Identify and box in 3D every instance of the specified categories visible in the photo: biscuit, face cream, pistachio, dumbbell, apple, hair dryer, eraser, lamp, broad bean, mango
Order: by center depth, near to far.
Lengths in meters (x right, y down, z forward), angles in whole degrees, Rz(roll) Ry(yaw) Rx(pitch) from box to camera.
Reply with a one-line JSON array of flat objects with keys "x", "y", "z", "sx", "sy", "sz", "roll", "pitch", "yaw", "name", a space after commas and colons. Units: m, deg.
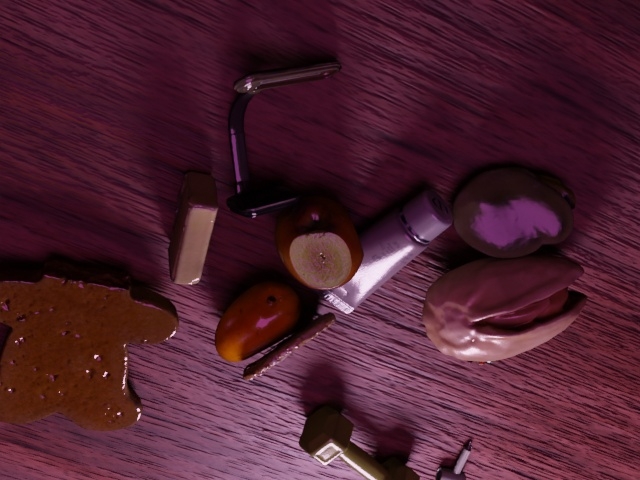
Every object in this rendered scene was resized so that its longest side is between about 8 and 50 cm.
[{"x": -0.065, "y": -0.181, "z": 1.712, "sx": 0.203, "sy": 0.124, "sz": 0.283, "roll": -13, "pitch": 123, "yaw": -23, "name": "lamp"}, {"x": -0.226, "y": -0.021, "z": 1.775, "sx": 0.058, "sy": 0.117, "sz": 0.172, "roll": 7, "pitch": 122, "yaw": -17, "name": "eraser"}, {"x": -0.006, "y": 0.001, "z": 1.786, "sx": 0.146, "sy": 0.163, "sz": 0.147, "roll": -17, "pitch": 136, "yaw": -3, "name": "apple"}, {"x": 0.354, "y": -0.054, "z": 1.831, "sx": 0.227, "sy": 0.100, "sz": 0.169, "roll": -16, "pitch": 101, "yaw": -6, "name": "broad bean"}, {"x": 0.108, "y": 0.025, "z": 1.872, "sx": 0.143, "sy": 0.089, "sz": 0.314, "roll": 35, "pitch": 121, "yaw": -27, "name": "face cream"}, {"x": 0.349, "y": 0.121, "z": 1.894, "sx": 0.317, "sy": 0.214, "sz": 0.194, "roll": -13, "pitch": 107, "yaw": -10, "name": "pistachio"}, {"x": -0.060, "y": 0.200, "z": 1.900, "sx": 0.219, "sy": 0.220, "sz": 0.033, "roll": -35, "pitch": 89, "yaw": 16, "name": "biscuit"}, {"x": -0.124, "y": 0.161, "z": 1.901, "sx": 0.144, "sy": 0.112, "sz": 0.219, "roll": -11, "pitch": 150, "yaw": -52, "name": "mango"}, {"x": -0.467, "y": 0.203, "z": 1.924, "sx": 0.368, "sy": 0.076, "sz": 0.394, "roll": 7, "pitch": 125, "yaw": -12, "name": "biscuit"}, {"x": 0.086, "y": 0.471, "z": 2.143, "sx": 0.121, "sy": 0.108, "sz": 0.302, "roll": -38, "pitch": 120, "yaw": 17, "name": "dumbbell"}, {"x": 0.306, "y": 0.495, "z": 2.235, "sx": 0.063, "sy": 0.038, "sz": 0.124, "roll": 14, "pitch": 115, "yaw": -16, "name": "hair dryer"}]

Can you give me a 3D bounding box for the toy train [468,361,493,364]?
[{"x": 0.344, "y": 0.193, "z": 2.028, "sx": 0.087, "sy": 0.050, "sz": 0.138, "roll": 10, "pitch": 122, "yaw": -17, "name": "toy train"}]
